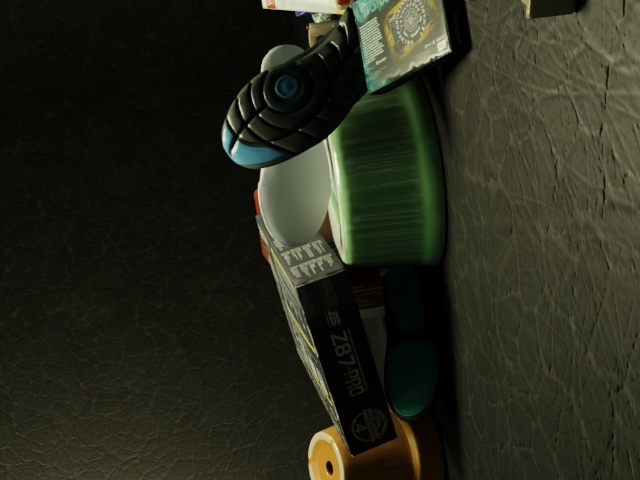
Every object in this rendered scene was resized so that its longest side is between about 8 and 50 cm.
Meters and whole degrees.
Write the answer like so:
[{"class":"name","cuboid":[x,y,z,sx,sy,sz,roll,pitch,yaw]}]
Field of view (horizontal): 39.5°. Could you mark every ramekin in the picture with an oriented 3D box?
[{"class":"ramekin","cuboid":[0.086,-0.100,1.379,0.303,0.148,0.303,172,90,-87]}]

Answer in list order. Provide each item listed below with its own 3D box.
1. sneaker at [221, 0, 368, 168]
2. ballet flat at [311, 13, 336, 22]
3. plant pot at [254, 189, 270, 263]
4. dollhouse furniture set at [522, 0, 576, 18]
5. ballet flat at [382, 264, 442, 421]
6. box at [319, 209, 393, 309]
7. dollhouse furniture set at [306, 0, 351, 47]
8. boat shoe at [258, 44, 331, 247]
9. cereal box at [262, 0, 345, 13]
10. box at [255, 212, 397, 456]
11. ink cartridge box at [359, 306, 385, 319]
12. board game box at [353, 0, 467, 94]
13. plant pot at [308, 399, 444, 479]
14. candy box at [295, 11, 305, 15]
[{"class":"sneaker","cuboid":[0.012,-0.218,1.245,0.125,0.341,0.139,50,180,4]},{"class":"ballet flat","cuboid":[0.005,-0.618,2.247,0.070,0.070,0.188,92,166,-70]},{"class":"plant pot","cuboid":[0.000,0.000,2.325,0.267,0.267,0.235,86,162,-50]},{"class":"dollhouse furniture set","cuboid":[0.098,-0.221,0.621,0.101,0.182,0.161,-103,7,-55]},{"class":"ballet flat","cuboid":[0.155,0.172,1.487,0.096,0.095,0.280,68,-159,-61]},{"class":"box","cuboid":[0.066,0.021,1.816,0.203,0.168,0.167,86,174,-54]},{"class":"dollhouse furniture set","cuboid":[0.045,-0.381,1.559,0.129,0.129,0.183,-102,5,-47]},{"class":"boat shoe","cuboid":[-0.046,-0.138,1.350,0.102,0.108,0.301,126,138,-85]},{"class":"cereal box","cuboid":[-0.022,-0.532,1.724,0.240,0.047,0.173,16,125,36]},{"class":"box","cuboid":[-0.002,0.136,1.546,0.395,0.097,0.318,-127,17,-69]},{"class":"ink cartridge box","cuboid":[0.078,0.031,2.070,0.207,0.117,0.283,94,167,-75]},{"class":"board game box","cuboid":[0.104,-0.263,1.086,0.186,0.026,0.126,-14,84,62]},{"class":"plant pot","cuboid":[0.088,0.398,1.615,0.205,0.188,0.205,10,102,60]},{"class":"candy box","cuboid":[-0.011,-0.648,1.898,0.268,0.122,0.317,-114,15,-76]}]
